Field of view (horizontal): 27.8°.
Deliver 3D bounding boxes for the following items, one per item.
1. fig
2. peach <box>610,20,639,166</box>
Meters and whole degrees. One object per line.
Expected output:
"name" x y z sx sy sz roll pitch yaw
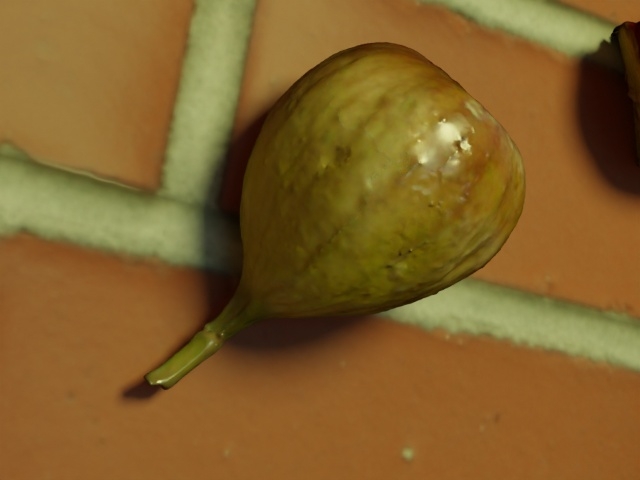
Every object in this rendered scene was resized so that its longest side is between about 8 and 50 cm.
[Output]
"fig" 0.000 0.000 0.754 0.257 0.159 0.159 -41 108 -7
"peach" 0.275 -0.117 0.925 0.118 0.151 0.151 -12 90 15
